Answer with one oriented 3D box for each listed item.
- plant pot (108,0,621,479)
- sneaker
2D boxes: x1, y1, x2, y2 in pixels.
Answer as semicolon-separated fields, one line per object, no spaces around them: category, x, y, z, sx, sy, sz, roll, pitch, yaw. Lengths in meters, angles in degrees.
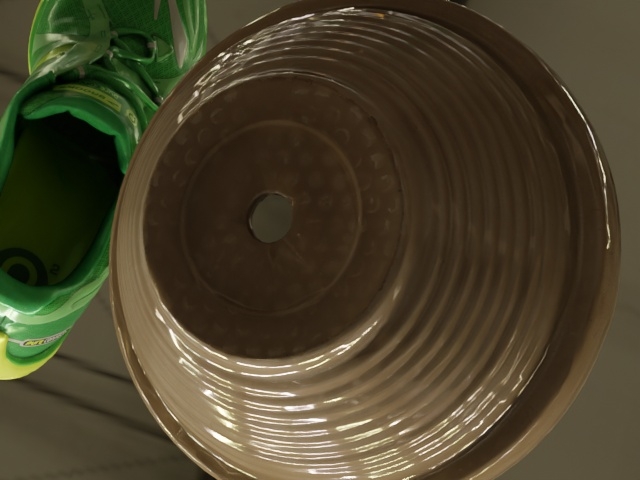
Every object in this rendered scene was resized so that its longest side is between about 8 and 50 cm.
plant pot;0.000;0.000;0.727;0.237;0.237;0.110;50;-168;21
sneaker;-0.122;-0.063;0.943;0.109;0.123;0.295;25;-118;-17
